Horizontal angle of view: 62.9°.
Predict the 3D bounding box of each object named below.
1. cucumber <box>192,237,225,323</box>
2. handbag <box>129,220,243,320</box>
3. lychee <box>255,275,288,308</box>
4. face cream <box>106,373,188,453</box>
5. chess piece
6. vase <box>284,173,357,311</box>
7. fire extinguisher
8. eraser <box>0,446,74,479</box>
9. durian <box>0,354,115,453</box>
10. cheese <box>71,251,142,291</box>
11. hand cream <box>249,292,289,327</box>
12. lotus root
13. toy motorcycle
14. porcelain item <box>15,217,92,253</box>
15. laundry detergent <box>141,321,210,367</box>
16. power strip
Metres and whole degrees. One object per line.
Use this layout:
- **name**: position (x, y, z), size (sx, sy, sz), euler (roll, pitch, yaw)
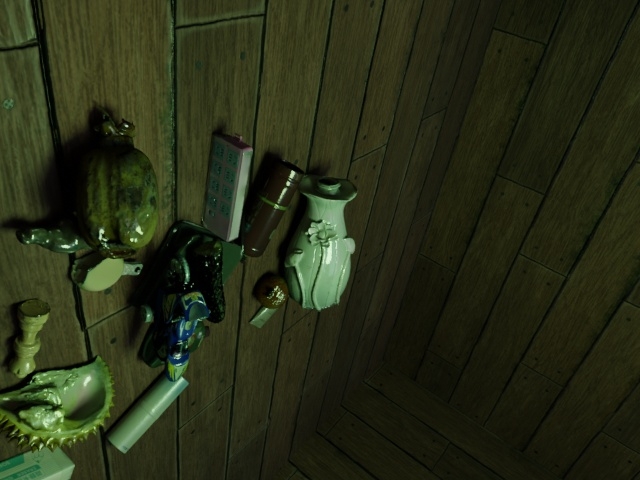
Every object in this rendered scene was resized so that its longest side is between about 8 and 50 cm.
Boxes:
- **cucumber**: position (-0.282, 0.122, 1.338), size (0.081, 0.072, 0.304), euler (-36, 148, -36)
- **handbag**: position (-0.343, 0.093, 1.370), size (0.260, 0.079, 0.247), euler (-59, 154, 4)
- **lychee**: position (-0.161, 0.173, 1.760), size (0.114, 0.114, 0.146), euler (-62, 178, 5)
- **face cream**: position (-0.496, 0.485, 1.508), size (0.250, 0.077, 0.077), euler (-47, 152, -23)
- **chess piece**: position (-0.592, 0.205, 1.056), size (0.060, 0.060, 0.172), euler (-13, 131, -58)
- **vase**: position (0.000, 0.000, 1.750), size (0.250, 0.249, 0.446), euler (-32, 139, -46)
- **fire extinguisher**: position (-0.166, -0.070, 1.499), size (0.342, 0.105, 0.141), euler (-60, -173, 16)
- **eraser**: position (-0.688, 0.542, 1.187), size (0.225, 0.095, 0.052), euler (-3, 120, -61)
- **durian**: position (-0.584, 0.367, 1.144), size (0.306, 0.172, 0.167), euler (0, 93, -53)
- **cheese**: position (-0.460, 0.057, 1.147), size (0.171, 0.047, 0.092), euler (-24, 140, -51)
- **hand cream**: position (-0.176, 0.234, 1.876), size (0.186, 0.054, 0.087), euler (-51, 151, -4)
- **lotus root**: position (-0.381, -0.105, 0.982), size (0.154, 0.153, 0.278), euler (4, 78, -63)
- **toy motorcycle**: position (-0.337, 0.190, 1.236), size (0.113, 0.169, 0.316), euler (-9, 127, -42)
- **porcelain item**: position (-0.477, -0.010, 1.005), size (0.069, 0.081, 0.215), euler (-49, 158, 20)
- **laundry detergent**: position (-0.397, 0.284, 1.483), size (0.144, 0.078, 0.221), euler (-62, 158, 11)
- **power strip**: position (-0.234, -0.130, 1.293), size (0.037, 0.109, 0.279), euler (-26, 139, -48)
